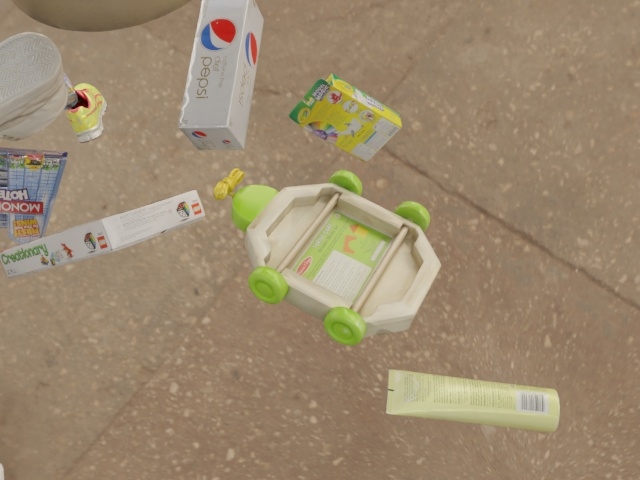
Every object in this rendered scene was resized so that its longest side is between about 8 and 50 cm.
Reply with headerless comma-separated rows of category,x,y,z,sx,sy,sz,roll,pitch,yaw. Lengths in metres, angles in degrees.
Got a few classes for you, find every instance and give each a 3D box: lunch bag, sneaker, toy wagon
lunch bag,-0.476,-0.275,1.200,0.053,0.083,0.071,-30,96,-14
sneaker,-0.543,-0.316,1.522,0.081,0.094,0.209,-23,44,-4
sneaker,-0.475,-0.157,0.896,0.292,0.169,0.108,-31,89,-16
toy wagon,0.000,0.000,0.975,0.344,0.068,0.267,26,47,12

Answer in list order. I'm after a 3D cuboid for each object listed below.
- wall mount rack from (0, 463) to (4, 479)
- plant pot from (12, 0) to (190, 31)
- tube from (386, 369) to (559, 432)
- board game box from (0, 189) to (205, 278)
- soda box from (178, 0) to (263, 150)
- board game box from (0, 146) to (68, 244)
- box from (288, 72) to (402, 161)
wall mount rack,-0.283,0.398,0.603,0.130,0.350,0.304,-34,105,8
plant pot,-0.242,-0.393,0.700,0.283,0.191,0.284,-2,62,4
tube,0.215,0.230,0.958,0.240,0.070,0.062,6,79,4
board game box,-0.363,-0.008,1.097,0.305,0.193,0.053,-12,99,37
soda box,-0.135,-0.236,0.925,0.073,0.069,0.216,1,72,14
board game box,-0.575,-0.072,1.236,0.194,0.060,0.194,2,107,-19
box,0.042,-0.218,1.174,0.105,0.179,0.043,-43,37,35
